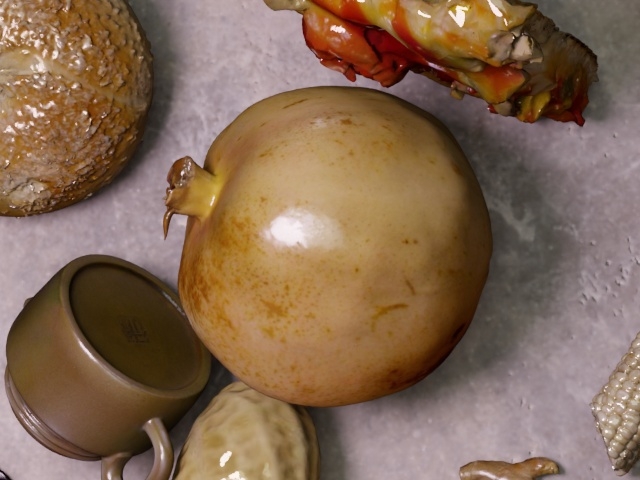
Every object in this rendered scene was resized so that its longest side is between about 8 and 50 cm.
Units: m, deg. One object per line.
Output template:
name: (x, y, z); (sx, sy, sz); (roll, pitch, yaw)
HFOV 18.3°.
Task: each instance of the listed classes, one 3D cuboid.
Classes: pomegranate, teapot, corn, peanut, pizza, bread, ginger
pomegranate: (0.000, 0.000, 1.851); (0.319, 0.319, 0.319); (-1, 80, 8)
teapot: (-0.219, 0.143, 1.921); (0.175, 0.185, 0.267); (-47, 55, 30)
corn: (0.323, 0.121, 1.895); (0.087, 0.087, 0.211); (41, 91, 13)
peanut: (-0.070, 0.269, 1.861); (0.147, 0.147, 0.305); (-7, 58, 7)
pizza: (0.083, -0.192, 1.793); (0.440, 0.406, 0.130); (23, 93, -11)
bread: (-0.318, -0.158, 1.959); (0.305, 0.159, 0.305); (1, 106, 5)
ginger: (0.183, 0.235, 1.920); (0.097, 0.030, 0.048); (-4, 52, 5)

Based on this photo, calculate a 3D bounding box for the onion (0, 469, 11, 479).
onion: (-0.382, 0.315, 1.888); (0.256, 0.230, 0.272); (27, 92, 12)
